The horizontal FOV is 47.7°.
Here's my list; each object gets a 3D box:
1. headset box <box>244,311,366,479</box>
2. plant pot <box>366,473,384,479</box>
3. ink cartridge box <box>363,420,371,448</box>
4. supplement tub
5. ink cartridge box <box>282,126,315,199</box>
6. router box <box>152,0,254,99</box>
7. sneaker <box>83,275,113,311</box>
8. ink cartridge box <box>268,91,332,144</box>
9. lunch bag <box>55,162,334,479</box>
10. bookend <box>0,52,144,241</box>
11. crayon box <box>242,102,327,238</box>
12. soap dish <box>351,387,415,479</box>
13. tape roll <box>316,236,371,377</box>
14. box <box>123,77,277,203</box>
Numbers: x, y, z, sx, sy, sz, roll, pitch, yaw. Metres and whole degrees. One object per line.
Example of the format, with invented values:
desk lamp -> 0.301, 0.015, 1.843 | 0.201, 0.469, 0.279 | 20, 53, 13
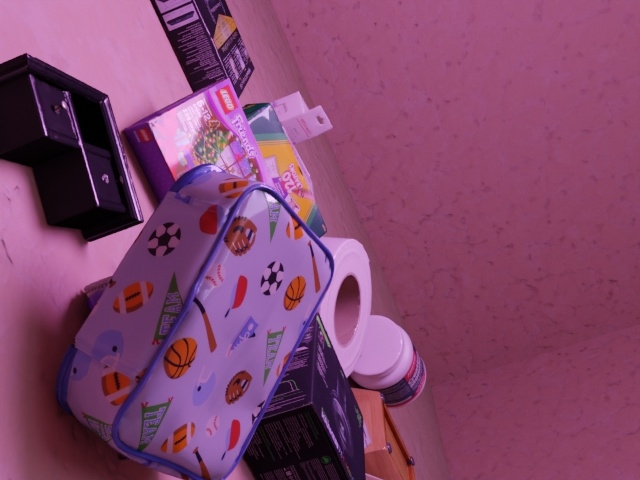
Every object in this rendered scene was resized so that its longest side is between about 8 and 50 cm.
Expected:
headset box -> -0.024, 0.292, 1.182 | 0.283, 0.131, 0.246 | -86, 156, -67
plant pot -> 0.134, 0.547, 1.291 | 0.191, 0.284, 0.284 | -69, 158, -13
ink cartridge box -> 0.036, 0.392, 1.406 | 0.135, 0.099, 0.056 | 31, 40, -76
supplement tub -> 0.174, 0.336, 1.988 | 0.272, 0.191, 0.191 | 57, 17, -55
ink cartridge box -> -0.088, -0.084, 1.581 | 0.198, 0.114, 0.273 | 61, 15, -46
router box -> -0.236, -0.430, 1.524 | 0.309, 0.081, 0.243 | -86, 155, -66
sneaker -> -0.164, 0.111, 0.851 | 0.293, 0.102, 0.146 | 36, 37, -73
ink cartridge box -> -0.082, -0.286, 1.748 | 0.115, 0.198, 0.067 | 51, 23, -64
lunch bag -> -0.113, 0.096, 0.742 | 0.303, 0.114, 0.243 | -60, 146, -15
bookend -> -0.268, -0.088, 0.747 | 0.157, 0.072, 0.156 | 19, 53, -77
crayon box -> -0.112, -0.085, 1.301 | 0.165, 0.081, 0.279 | -43, 123, -30
soap dish -> 0.135, 0.510, 1.666 | 0.229, 0.118, 0.291 | -89, 157, -63
tape roll -> 0.012, 0.132, 1.442 | 0.286, 0.100, 0.286 | 4, 90, -66
box -> -0.159, -0.080, 1.123 | 0.201, 0.057, 0.293 | -46, 119, -48
